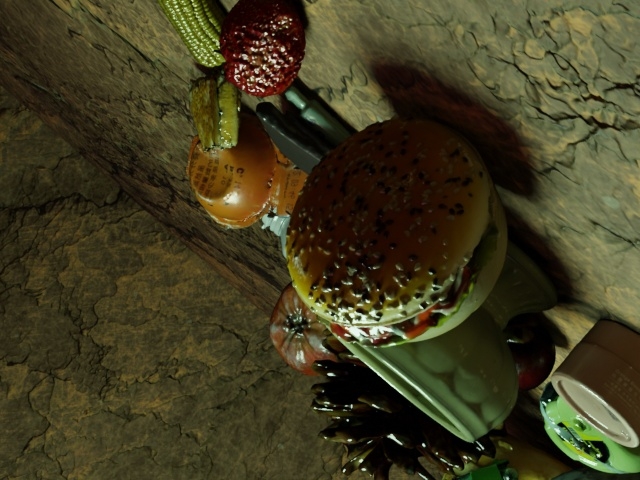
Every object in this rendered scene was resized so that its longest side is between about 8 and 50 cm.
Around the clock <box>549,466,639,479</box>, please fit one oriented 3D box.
[{"bbox_3d":[0.501,0.523,2.033,0.312,0.313,0.061,47,-150,-15],"label":"clock"}]

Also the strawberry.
[{"bbox_3d":[-0.072,-0.268,1.560,0.131,0.148,0.131,29,-148,-21],"label":"strawberry"}]

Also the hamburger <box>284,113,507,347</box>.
[{"bbox_3d":[0.093,-0.012,1.461,0.300,0.300,0.176,34,180,37],"label":"hamburger"}]

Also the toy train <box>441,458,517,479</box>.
[{"bbox_3d":[0.259,0.464,2.133,0.251,0.119,0.085,-40,65,51],"label":"toy train"}]

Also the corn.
[{"bbox_3d":[-0.195,-0.351,1.725,0.080,0.080,0.231,32,162,43],"label":"corn"}]

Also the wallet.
[{"bbox_3d":[-0.016,-0.140,1.846,0.182,0.049,0.229,40,178,11],"label":"wallet"}]

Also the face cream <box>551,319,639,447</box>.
[{"bbox_3d":[0.403,0.195,1.592,0.149,0.104,0.149,41,168,11],"label":"face cream"}]

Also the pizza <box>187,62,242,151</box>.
[{"bbox_3d":[-0.175,-0.225,2.009,0.226,0.069,0.147,172,90,-72],"label":"pizza"}]

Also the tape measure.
[{"bbox_3d":[0.430,0.280,1.807,0.200,0.106,0.175,44,154,-12],"label":"tape measure"}]

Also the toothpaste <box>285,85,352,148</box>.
[{"bbox_3d":[0.045,-0.142,1.769,0.255,0.037,0.067,42,168,-8],"label":"toothpaste"}]

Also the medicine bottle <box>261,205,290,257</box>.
[{"bbox_3d":[0.000,0.000,2.148,0.215,0.135,0.135,41,168,9],"label":"medicine bottle"}]

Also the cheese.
[{"bbox_3d":[-0.116,-0.112,2.074,0.329,0.216,0.129,18,-168,34],"label":"cheese"}]

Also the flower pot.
[{"bbox_3d":[0.182,0.110,1.661,0.307,0.244,0.307,41,173,6],"label":"flower pot"}]

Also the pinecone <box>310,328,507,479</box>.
[{"bbox_3d":[0.159,0.286,2.159,0.398,0.397,0.397,41,168,11],"label":"pinecone"}]

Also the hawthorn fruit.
[{"bbox_3d":[0.029,0.188,2.592,0.242,0.241,0.272,35,-164,36],"label":"hawthorn fruit"}]

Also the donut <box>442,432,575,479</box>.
[{"bbox_3d":[0.431,0.528,2.312,0.449,0.198,0.449,29,173,4],"label":"donut"}]

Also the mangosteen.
[{"bbox_3d":[0.301,0.161,1.805,0.140,0.140,0.140,41,168,11],"label":"mangosteen"}]
